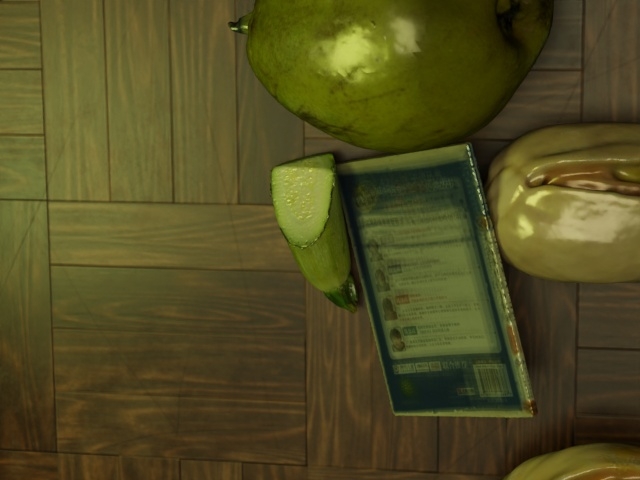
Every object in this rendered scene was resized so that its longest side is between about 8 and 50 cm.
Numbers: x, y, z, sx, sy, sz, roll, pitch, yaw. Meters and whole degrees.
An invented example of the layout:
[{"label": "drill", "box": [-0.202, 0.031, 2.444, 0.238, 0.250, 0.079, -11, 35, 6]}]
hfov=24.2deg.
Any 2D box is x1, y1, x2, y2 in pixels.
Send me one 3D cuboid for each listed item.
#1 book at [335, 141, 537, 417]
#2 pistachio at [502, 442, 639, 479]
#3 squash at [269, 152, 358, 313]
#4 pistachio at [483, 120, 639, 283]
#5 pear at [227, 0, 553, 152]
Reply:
[{"label": "book", "box": [0.131, 0.053, 1.751, 0.228, 0.018, 0.322, -5, 101, 47]}, {"label": "pistachio", "box": [0.332, 0.353, 1.738, 0.309, 0.230, 0.229, 1, 100, 6]}, {"label": "squash", "box": [-0.001, -0.001, 1.802, 0.090, 0.075, 0.200, -15, 96, 9]}, {"label": "pistachio", "box": [0.325, -0.037, 1.693, 0.299, 0.187, 0.187, 3, 100, 5]}, {"label": "pear", "box": [0.066, -0.239, 1.658, 0.375, 0.287, 0.287, 2, 100, 25]}]
